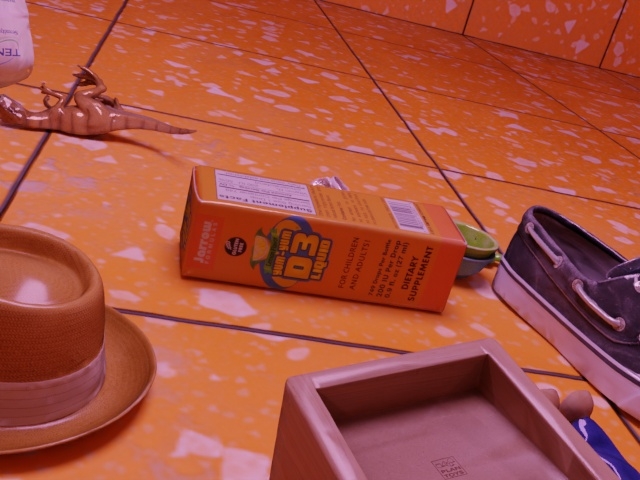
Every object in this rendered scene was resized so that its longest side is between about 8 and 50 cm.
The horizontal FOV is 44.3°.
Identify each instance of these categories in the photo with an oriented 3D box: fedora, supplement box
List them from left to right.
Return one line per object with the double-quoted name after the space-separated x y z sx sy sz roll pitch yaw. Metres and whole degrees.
-0.190 0.041 0.461 0.195 0.079 0.194 12 23 -5 "fedora"
0.000 0.000 0.674 0.234 0.078 0.080 9 27 -13 "supplement box"

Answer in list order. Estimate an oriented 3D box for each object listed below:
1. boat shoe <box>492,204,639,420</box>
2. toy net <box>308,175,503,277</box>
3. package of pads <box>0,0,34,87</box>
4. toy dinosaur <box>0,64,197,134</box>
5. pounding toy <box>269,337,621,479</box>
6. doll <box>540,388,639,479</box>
0.267 0.063 0.663 0.108 0.102 0.301 2 26 -28 "boat shoe"
0.079 -0.026 0.820 0.232 0.045 0.122 25 25 21 "toy net"
-0.388 -0.140 0.582 0.297 0.101 0.229 -3 8 36 "package of pads"
-0.243 -0.137 0.875 0.212 0.064 0.112 2 44 -9 "toy dinosaur"
0.033 0.150 0.351 0.206 0.094 0.181 -7 36 -24 "pounding toy"
0.187 0.166 0.453 0.129 0.046 0.189 10 28 -36 "doll"
